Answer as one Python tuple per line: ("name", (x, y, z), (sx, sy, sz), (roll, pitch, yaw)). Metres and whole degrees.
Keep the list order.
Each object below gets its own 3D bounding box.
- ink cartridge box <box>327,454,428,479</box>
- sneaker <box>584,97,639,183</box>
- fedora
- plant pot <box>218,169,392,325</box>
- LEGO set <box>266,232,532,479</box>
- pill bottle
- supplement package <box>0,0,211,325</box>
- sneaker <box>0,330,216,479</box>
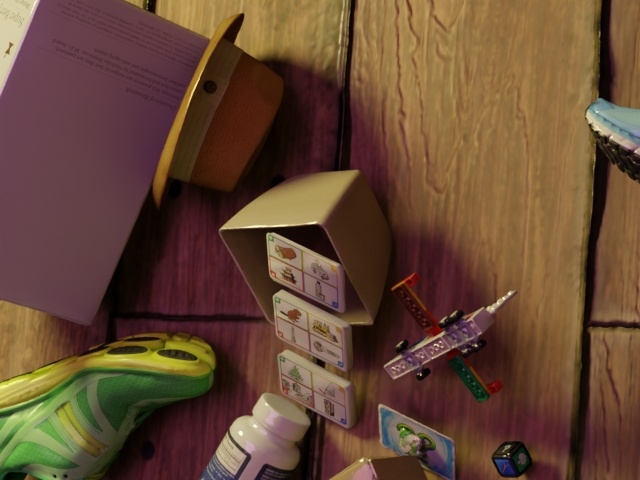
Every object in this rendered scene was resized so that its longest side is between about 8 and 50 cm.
("ink cartridge box", (0.032, 0.314, 1.193), (0.193, 0.088, 0.235), (-33, 68, 25))
("sneaker", (0.275, -0.075, 1.138), (0.162, 0.063, 0.073), (26, 78, 32))
("fedora", (-0.085, -0.107, 1.359), (0.079, 0.194, 0.194), (23, 95, -3))
("plant pot", (0.000, 0.000, 1.273), (0.109, 0.109, 0.096), (-3, 38, 36))
("LEGO set", (0.069, 0.095, 1.217), (0.244, 0.060, 0.182), (24, 136, 32))
("pill bottle", (-0.059, 0.194, 1.306), (0.067, 0.067, 0.120), (39, 103, 34))
("supplement package", (-0.261, -0.099, 1.417), (0.177, 0.175, 0.293), (31, 99, 56))
("sneaker", (-0.208, 0.163, 1.413), (0.295, 0.109, 0.124), (-21, 91, 30))
